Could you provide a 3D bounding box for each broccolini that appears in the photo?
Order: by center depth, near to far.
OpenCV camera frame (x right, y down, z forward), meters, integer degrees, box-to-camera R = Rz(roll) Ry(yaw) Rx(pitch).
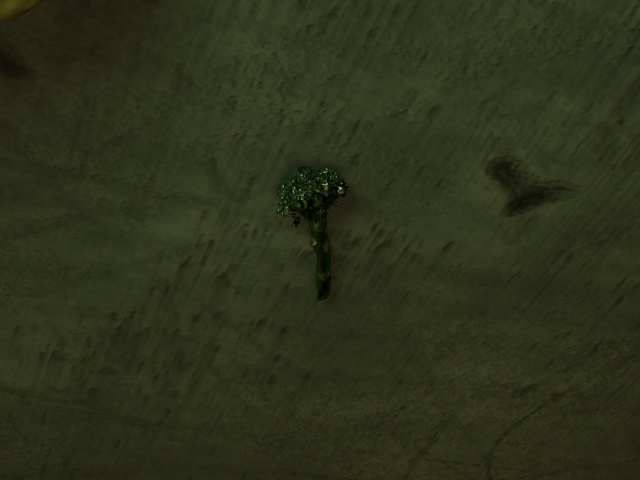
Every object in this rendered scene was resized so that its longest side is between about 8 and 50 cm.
[{"bbox_3d":[-0.005,0.005,1.548,0.071,0.057,0.254,31,152,24],"label":"broccolini"}]

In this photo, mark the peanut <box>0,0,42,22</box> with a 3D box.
[{"bbox_3d":[-0.334,-0.223,0.992,0.387,0.169,0.192,-18,169,-24],"label":"peanut"}]
